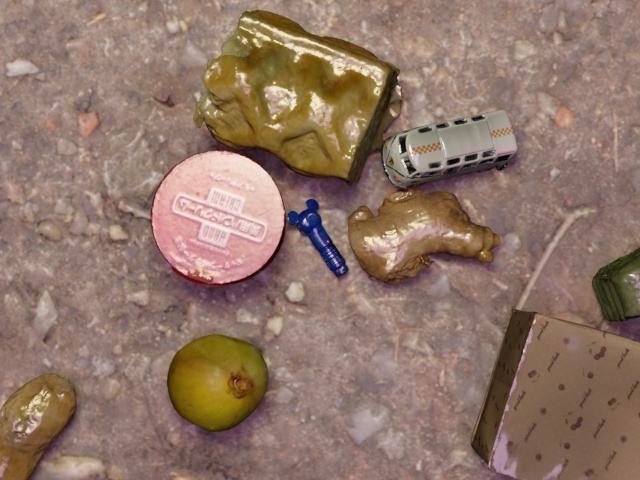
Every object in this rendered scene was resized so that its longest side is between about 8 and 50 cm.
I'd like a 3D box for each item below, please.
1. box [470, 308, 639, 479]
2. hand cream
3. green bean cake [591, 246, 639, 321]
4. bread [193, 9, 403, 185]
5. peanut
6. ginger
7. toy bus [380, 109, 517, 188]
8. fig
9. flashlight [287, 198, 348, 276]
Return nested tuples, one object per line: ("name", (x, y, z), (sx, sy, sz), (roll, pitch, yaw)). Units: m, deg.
("box", (0.386, 0.241, 1.387), (0.297, 0.190, 0.225), (18, 87, -1))
("hand cream", (-0.142, -0.029, 1.427), (0.193, 0.125, 0.193), (0, 88, 1))
("green bean cake", (0.483, 0.047, 1.397), (0.185, 0.183, 0.094), (-26, 87, 1))
("bread", (-0.026, -0.198, 1.395), (0.252, 0.238, 0.196), (26, 105, 6))
("peanut", (-0.433, 0.284, 1.435), (0.099, 0.099, 0.214), (34, 94, 1))
("ginger", (0.148, -0.015, 1.453), (0.213, 0.074, 0.137), (-13, 85, 4))
("toy bus", (0.188, -0.133, 1.434), (0.193, 0.089, 0.087), (-13, 84, -16))
("fig", (-0.145, 0.201, 1.424), (0.153, 0.121, 0.136), (-26, 93, 22))
("flashlight", (0.000, 0.000, 1.473), (0.057, 0.035, 0.121), (-35, 93, -26))
